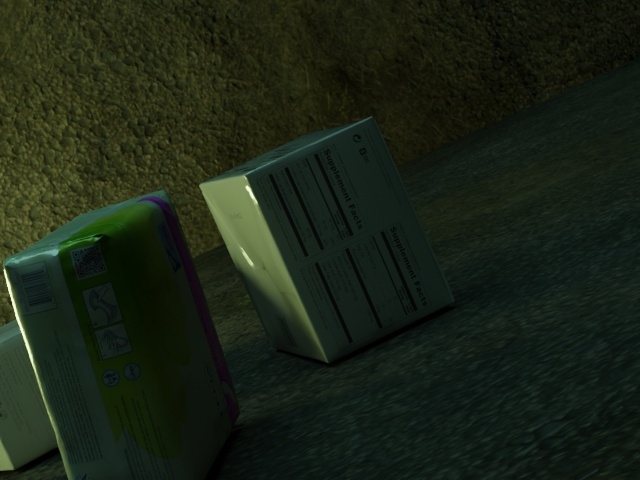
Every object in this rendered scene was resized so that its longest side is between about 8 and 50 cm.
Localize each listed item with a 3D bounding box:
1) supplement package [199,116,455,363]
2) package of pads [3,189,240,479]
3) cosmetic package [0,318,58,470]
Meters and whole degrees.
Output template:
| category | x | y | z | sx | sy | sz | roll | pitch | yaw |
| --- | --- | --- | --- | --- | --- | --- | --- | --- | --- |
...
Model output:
| category | x | y | z | sx | sy | sz | roll | pitch | yaw |
| --- | --- | --- | --- | --- | --- | --- | --- | --- | --- |
| supplement package | 0.000 | 0.000 | 1.754 | 0.145 | 0.204 | 0.262 | -26 | 6 | -12 |
| package of pads | -0.156 | 0.093 | 1.402 | 0.101 | 0.229 | 0.296 | -16 | 6 | 7 |
| cosmetic package | -0.319 | 0.157 | 1.933 | 0.224 | 0.138 | 0.224 | -28 | 7 | -31 |
